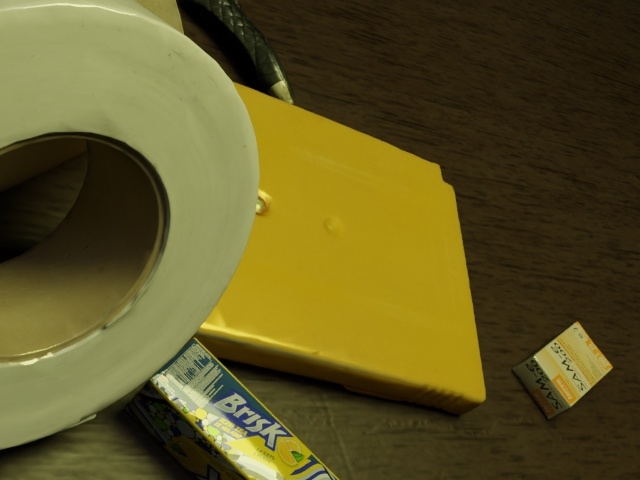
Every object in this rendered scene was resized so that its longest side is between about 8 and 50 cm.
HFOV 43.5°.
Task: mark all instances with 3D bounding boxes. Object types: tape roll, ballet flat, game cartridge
[{"bbox_3d":[-0.177,-0.015,0.466,0.286,0.286,0.100,-14,40,-40],"label":"tape roll"},{"bbox_3d":[-0.083,-0.207,0.855,0.049,0.057,0.173,-35,79,-2],"label":"ballet flat"},{"bbox_3d":[0.000,0.000,0.754,0.324,0.053,0.285,19,50,-26],"label":"game cartridge"}]

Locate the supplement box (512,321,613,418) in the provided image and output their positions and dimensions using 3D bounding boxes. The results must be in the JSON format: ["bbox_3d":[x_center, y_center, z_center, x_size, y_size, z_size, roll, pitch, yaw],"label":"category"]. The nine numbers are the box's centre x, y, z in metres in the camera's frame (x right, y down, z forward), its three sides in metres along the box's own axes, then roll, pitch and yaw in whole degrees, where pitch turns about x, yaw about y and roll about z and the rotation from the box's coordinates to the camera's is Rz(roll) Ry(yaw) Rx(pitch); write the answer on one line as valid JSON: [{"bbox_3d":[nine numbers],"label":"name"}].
[{"bbox_3d":[0.253,0.133,0.835,0.098,0.036,0.062,-24,74,-43],"label":"supplement box"}]

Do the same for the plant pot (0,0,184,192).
[{"bbox_3d":[-0.277,-0.118,0.530,0.256,0.256,0.274,43,60,0],"label":"plant pot"}]

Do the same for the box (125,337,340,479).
[{"bbox_3d":[-0.058,0.155,0.587,0.169,0.059,0.054,45,46,1],"label":"box"}]
